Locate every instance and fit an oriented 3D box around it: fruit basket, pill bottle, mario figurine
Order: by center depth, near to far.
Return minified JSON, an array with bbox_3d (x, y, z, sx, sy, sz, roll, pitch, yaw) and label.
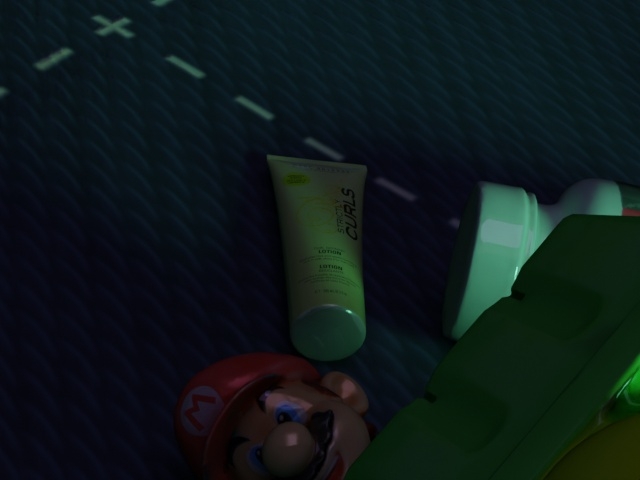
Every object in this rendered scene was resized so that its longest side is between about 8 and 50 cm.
[{"bbox_3d":[0.178,0.175,0.782,0.283,0.392,0.392,46,27,-34],"label":"fruit basket"},{"bbox_3d":[0.038,0.181,1.021,0.320,0.170,0.198,29,45,14],"label":"mario figurine"},{"bbox_3d":[0.265,0.048,1.222,0.318,0.176,0.176,12,41,-2],"label":"pill bottle"}]

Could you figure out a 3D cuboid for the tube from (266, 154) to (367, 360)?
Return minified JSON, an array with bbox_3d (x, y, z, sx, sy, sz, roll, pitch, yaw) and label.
[{"bbox_3d":[0.000,0.000,1.294,0.070,0.062,0.240,44,25,-29],"label":"tube"}]
